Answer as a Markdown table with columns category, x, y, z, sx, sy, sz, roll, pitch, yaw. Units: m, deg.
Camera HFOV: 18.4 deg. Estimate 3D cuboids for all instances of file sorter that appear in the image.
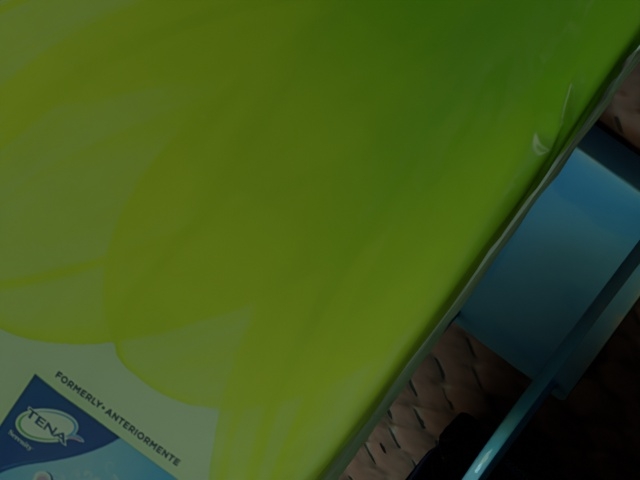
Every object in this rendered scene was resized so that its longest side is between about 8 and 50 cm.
| category | x | y | z | sx | sy | sz | roll | pitch | yaw |
| --- | --- | --- | --- | --- | --- | --- | --- | --- | --- |
| file sorter | 0.000 | 0.000 | 0.587 | 0.170 | 0.104 | 0.118 | 37 | 150 | 9 |

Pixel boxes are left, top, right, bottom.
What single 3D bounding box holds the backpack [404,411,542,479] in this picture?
| category | x | y | z | sx | sy | sz | roll | pitch | yaw |
| --- | --- | --- | --- | --- | --- | --- | --- | --- | --- |
| backpack | 0.062 | 0.138 | 0.702 | 0.114 | 0.105 | 0.084 | 37 | 173 | 9 |

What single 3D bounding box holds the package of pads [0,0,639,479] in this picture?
| category | x | y | z | sx | sy | sz | roll | pitch | yaw |
| --- | --- | --- | --- | --- | --- | --- | --- | --- | --- |
| package of pads | -0.076 | -0.027 | 0.483 | 0.229 | 0.296 | 0.101 | 37 | -169 | 7 |
